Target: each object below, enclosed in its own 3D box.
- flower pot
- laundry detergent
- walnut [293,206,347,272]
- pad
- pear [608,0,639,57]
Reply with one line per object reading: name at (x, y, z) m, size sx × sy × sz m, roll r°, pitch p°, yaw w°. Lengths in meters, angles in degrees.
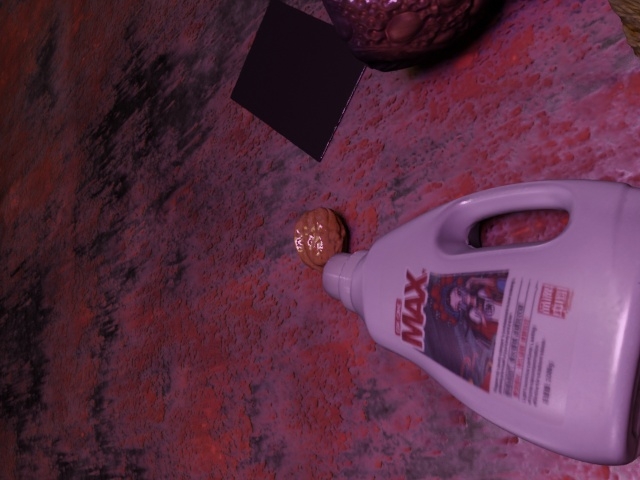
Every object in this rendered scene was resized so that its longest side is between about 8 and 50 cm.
flower pot at (0.152, -0.356, 0.641) m, size 0.267 × 0.266 × 0.266 m, roll -10°, pitch 76°, yaw 30°
laundry detergent at (0.164, 0.055, 0.642) m, size 0.398 × 0.124 × 0.264 m, roll 11°, pitch 92°, yaw 46°
walnut at (0.000, 0.000, 0.837) m, size 0.079 × 0.082 × 0.096 m, roll 152°, pitch 118°, yaw -69°
pad at (-0.045, -0.284, 0.974) m, size 0.300 × 0.005 × 0.202 m, roll 40°, pitch 111°, yaw 40°
pear at (0.346, -0.268, 0.432) m, size 0.164 × 0.255 × 0.238 m, roll 42°, pitch 107°, yaw 41°
